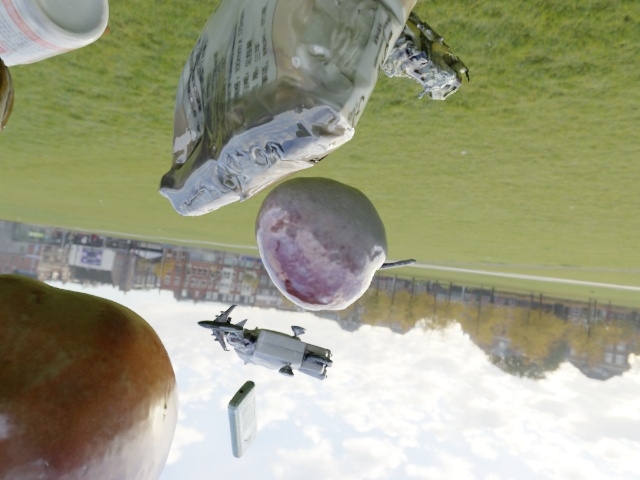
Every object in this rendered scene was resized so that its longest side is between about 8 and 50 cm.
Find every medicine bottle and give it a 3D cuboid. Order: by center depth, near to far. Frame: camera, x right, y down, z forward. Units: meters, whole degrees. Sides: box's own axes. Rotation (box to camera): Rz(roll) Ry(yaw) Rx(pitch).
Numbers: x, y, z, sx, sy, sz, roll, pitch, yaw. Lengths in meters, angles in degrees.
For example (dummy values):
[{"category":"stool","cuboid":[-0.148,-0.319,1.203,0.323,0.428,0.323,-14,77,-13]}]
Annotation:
[{"category":"medicine bottle","cuboid":[-0.683,-0.521,1.099,0.371,0.211,0.211,1,174,31]}]

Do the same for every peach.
[{"category":"peach","cuboid":[-0.246,0.147,0.397,0.252,0.253,0.252,8,176,0]}]

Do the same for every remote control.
[{"category":"remote control","cuboid":[-0.106,0.248,0.665,0.017,0.125,0.053,19,-141,21]}]

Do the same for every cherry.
[{"category":"cherry","cuboid":[0.006,-0.010,1.166,0.326,0.335,0.291,-41,-164,-36]}]

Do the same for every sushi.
[{"category":"sushi","cuboid":[0.180,-0.378,1.000,0.290,0.131,0.139,15,145,-41]}]

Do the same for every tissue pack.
[{"category":"tissue pack","cuboid":[-0.055,-0.228,0.623,0.195,0.376,0.390,35,153,-30]}]

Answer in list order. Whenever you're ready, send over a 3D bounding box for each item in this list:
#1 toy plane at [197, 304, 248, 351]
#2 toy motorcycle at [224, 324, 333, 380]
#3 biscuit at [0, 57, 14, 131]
[{"category":"toy plane","cuboid":[-0.165,0.144,0.806,0.083,0.079,0.031,12,175,-16]},{"category":"toy motorcycle","cuboid":[-0.100,0.261,1.135,0.260,0.110,0.171,16,158,-1]},{"category":"biscuit","cuboid":[-0.741,-0.269,0.880,0.331,0.332,0.103,8,157,-7]}]
